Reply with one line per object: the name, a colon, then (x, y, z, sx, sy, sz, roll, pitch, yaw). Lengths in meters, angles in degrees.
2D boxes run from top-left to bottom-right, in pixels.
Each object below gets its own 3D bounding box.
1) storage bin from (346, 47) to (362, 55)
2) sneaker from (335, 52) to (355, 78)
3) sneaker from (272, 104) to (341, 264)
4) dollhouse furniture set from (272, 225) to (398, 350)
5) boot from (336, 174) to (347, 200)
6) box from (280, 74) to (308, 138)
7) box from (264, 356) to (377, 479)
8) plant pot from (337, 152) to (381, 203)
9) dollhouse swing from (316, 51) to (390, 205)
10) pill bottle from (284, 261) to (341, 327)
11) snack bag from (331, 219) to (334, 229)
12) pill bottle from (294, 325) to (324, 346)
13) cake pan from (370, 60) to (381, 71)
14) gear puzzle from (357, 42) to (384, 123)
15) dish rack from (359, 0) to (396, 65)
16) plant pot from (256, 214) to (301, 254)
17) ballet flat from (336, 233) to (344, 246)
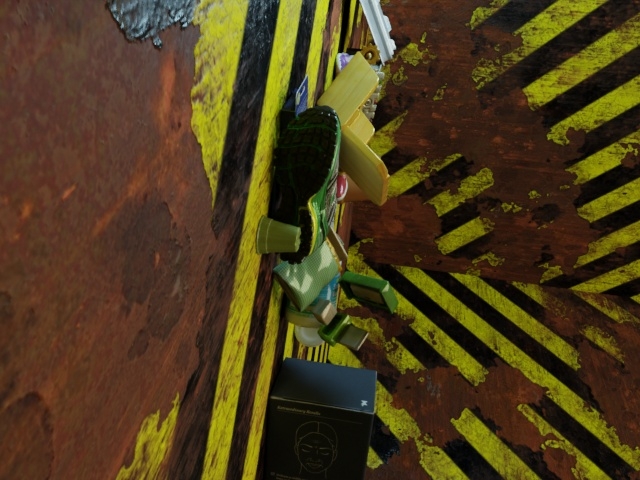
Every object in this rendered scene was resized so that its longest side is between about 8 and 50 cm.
storage bin: (0.154, -0.755, 2.216, 0.180, 0.085, 0.121, -28, 125, -83)
sneaker: (0.112, -0.646, 1.887, 0.236, 0.105, 0.095, -68, 166, -61)
sneaker: (-0.024, -0.126, 1.111, 0.146, 0.134, 0.343, -34, 141, -59)
dollhouse furniture set: (0.046, 0.124, 1.290, 0.197, 0.151, 0.301, -51, 133, -25)
boot: (0.060, -0.290, 1.955, 0.176, 0.089, 0.244, 84, 7, -64)
box: (-0.059, -0.247, 1.146, 0.136, 0.037, 0.225, -74, 171, -54)
box: (-0.001, 0.590, 1.531, 0.212, 0.294, 0.394, -67, 164, -68)
plant pot: (0.160, -0.296, 2.288, 0.291, 0.204, 0.290, 8, 90, -83)
dollhouse swing: (0.166, -0.345, 1.654, 0.315, 0.305, 0.347, -53, 166, -12)
pill bottle: (-0.019, 0.104, 1.438, 0.146, 0.147, 0.263, -47, 145, -79)
snack bag: (0.012, -0.156, 1.588, 0.323, 0.037, 0.342, 87, -2, -65)
pill bottle: (-0.019, 0.295, 1.792, 0.208, 0.119, 0.119, -21, 118, -83)
cake pan: (0.148, -0.596, 2.037, 0.293, 0.054, 0.293, -60, -169, 20)
gear puzzle: (0.134, -0.553, 1.838, 0.338, 0.176, 0.044, 102, -23, -43)
dish rack: (0.210, -0.867, 1.929, 0.332, 0.073, 0.285, 58, 21, -44)
plant pot: (-0.083, -0.006, 1.037, 0.083, 0.079, 0.083, 8, 90, -85)
ballet flat: (0.077, 0.004, 2.559, 0.221, 0.077, 0.079, -29, 108, -88)
